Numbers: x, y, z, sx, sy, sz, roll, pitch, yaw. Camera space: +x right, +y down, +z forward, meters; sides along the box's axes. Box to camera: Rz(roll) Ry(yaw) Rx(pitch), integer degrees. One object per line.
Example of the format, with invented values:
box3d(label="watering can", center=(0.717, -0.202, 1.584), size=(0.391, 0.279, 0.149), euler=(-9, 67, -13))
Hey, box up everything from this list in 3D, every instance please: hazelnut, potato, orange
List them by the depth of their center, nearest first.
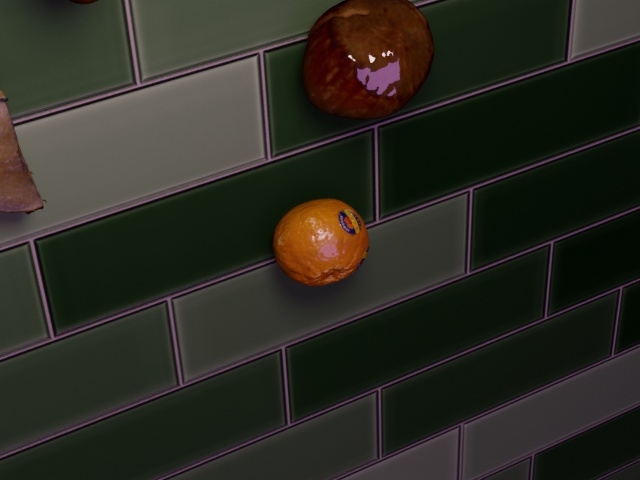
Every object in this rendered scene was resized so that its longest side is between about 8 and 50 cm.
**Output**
box3d(label="potato", center=(-0.519, -0.136, 1.915), size=(0.138, 0.098, 0.243), euler=(-23, 137, -14))
box3d(label="hazelnut", center=(0.083, -0.297, 2.134), size=(0.234, 0.218, 0.218), euler=(-21, 130, -21))
box3d(label="orange", center=(0.000, 0.002, 2.316), size=(0.178, 0.155, 0.177), euler=(-27, 169, -5))

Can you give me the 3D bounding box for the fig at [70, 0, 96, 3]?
box3d(label="fig", center=(-0.326, -0.473, 1.791), size=(0.190, 0.191, 0.290), euler=(61, 41, -44))
